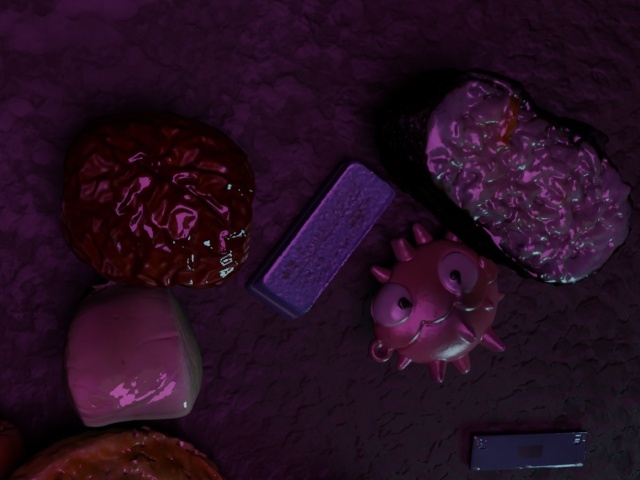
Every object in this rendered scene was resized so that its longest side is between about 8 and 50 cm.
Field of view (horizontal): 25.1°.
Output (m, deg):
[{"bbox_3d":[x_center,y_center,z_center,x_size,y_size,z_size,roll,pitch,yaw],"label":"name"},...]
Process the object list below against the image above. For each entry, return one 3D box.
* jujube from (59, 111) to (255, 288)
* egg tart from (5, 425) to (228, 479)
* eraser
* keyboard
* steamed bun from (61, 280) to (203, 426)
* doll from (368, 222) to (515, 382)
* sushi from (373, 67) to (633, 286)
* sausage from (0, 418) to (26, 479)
[{"bbox_3d":[-0.196,-0.045,1.727,0.232,0.213,0.213,8,102,-6],"label":"jujube"},{"bbox_3d":[-0.253,0.453,1.807,0.443,0.178,0.443,-7,102,-35],"label":"egg tart"},{"bbox_3d":[0.000,0.000,1.887,0.082,0.036,0.225,37,92,-22],"label":"eraser"},{"bbox_3d":[0.297,0.299,2.053,0.176,0.014,0.055,0,104,-15],"label":"keyboard"},{"bbox_3d":[-0.234,0.123,1.752,0.169,0.239,0.153,-9,105,-6],"label":"steamed bun"},{"bbox_3d":[0.165,0.074,1.916,0.262,0.093,0.211,-30,98,-17],"label":"doll"},{"bbox_3d":[0.235,-0.086,1.846,0.350,0.171,0.211,31,86,-19],"label":"sushi"},{"bbox_3d":[-0.402,0.428,1.858,0.094,0.094,0.419,-3,106,10],"label":"sausage"}]
